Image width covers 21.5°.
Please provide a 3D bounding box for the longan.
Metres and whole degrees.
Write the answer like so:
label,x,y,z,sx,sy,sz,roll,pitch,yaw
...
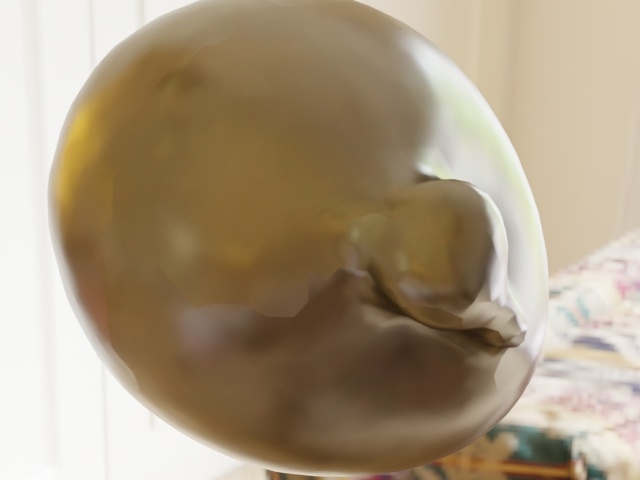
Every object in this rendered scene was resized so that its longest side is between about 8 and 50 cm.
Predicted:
label,x,y,z,sx,sy,sz,roll,pitch,yaw
longan,0.000,0.000,0.574,0.159,0.185,0.204,-56,22,-14
